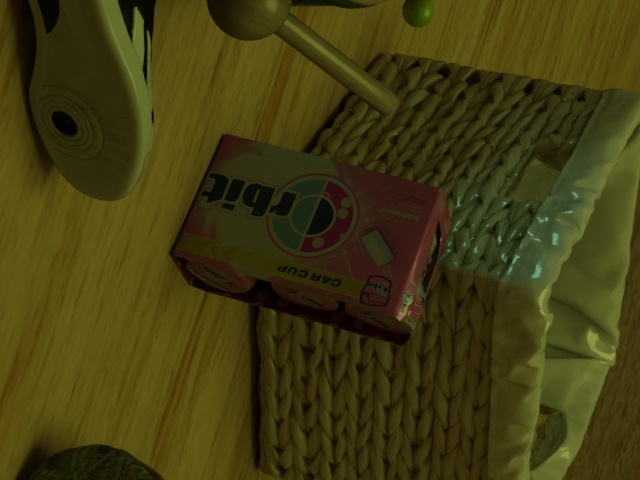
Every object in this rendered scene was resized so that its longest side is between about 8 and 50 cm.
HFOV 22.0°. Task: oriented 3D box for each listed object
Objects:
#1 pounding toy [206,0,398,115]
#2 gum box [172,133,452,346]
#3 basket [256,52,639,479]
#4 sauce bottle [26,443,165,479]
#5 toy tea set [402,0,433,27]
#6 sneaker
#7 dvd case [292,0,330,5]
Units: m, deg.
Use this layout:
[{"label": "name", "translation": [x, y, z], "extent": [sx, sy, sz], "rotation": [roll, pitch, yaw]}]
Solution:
[{"label": "pounding toy", "translation": [-0.028, -0.212, 1.099], "extent": [0.183, 0.110, 0.237], "rotation": [31, 58, -50]}, {"label": "gum box", "translation": [0.000, 0.000, 1.226], "extent": [0.062, 0.188, 0.107], "rotation": [67, 41, -62]}, {"label": "basket", "translation": [0.119, 0.047, 1.484], "extent": [0.328, 0.266, 0.331], "rotation": [-54, 153, -47]}, {"label": "sauce bottle", "translation": [-0.118, 0.245, 1.204], "extent": [0.344, 0.111, 0.111], "rotation": [62, 46, -64]}, {"label": "toy tea set", "translation": [0.023, -0.297, 0.978], "extent": [0.336, 0.124, 0.200], "rotation": [61, 38, -29]}, {"label": "sneaker", "translation": [-0.113, -0.136, 0.965], "extent": [0.121, 0.079, 0.217], "rotation": [-54, 151, -43]}, {"label": "dvd case", "translation": [0.005, -0.267, 1.300], "extent": [0.221, 0.018, 0.164], "rotation": [-20, 122, -67]}]
